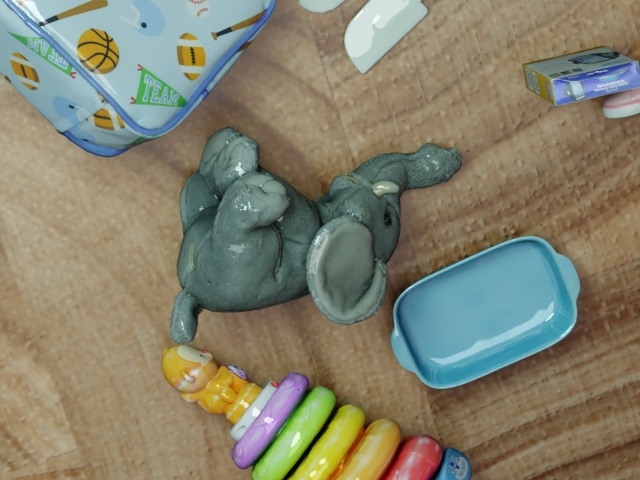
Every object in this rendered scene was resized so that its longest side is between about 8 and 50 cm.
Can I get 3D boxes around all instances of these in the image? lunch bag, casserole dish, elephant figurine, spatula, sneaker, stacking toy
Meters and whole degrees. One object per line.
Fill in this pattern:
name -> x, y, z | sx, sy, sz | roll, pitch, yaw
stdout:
lunch bag -> -0.189, -0.233, 1.696 | 0.303, 0.115, 0.243 | 46, 59, -16
casserole dish -> 0.154, 0.065, 1.885 | 0.188, 0.037, 0.114 | -24, 106, 0
elephant figurine -> 0.000, 0.000, 1.799 | 0.239, 0.169, 0.186 | 16, 131, -26
spatula -> 0.069, -0.292, 1.796 | 0.242, 0.019, 0.168 | -44, 104, 5
sneaker -> 0.314, -0.166, 1.842 | 0.134, 0.051, 0.070 | -24, 104, -4
stacking toy -> -0.022, 0.190, 1.851 | 0.302, 0.175, 0.166 | 37, 102, 0

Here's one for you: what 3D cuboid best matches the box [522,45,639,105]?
box -> 0.236, -0.148, 1.791 | 0.081, 0.136, 0.028 | -13, 105, -3
